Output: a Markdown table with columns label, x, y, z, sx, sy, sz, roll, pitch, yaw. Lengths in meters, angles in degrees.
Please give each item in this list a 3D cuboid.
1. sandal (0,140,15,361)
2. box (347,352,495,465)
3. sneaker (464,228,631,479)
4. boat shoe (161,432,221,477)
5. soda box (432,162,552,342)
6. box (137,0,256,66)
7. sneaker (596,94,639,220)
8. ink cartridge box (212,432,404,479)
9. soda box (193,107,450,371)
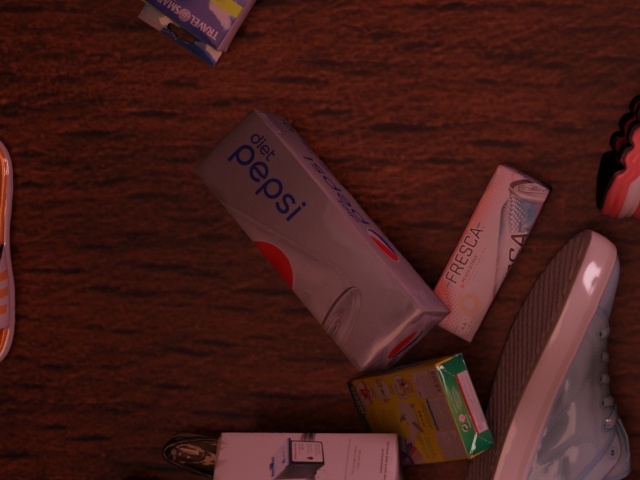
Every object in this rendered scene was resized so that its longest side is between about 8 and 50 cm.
| label | x | y | z | sx | sy | sz | roll | pitch | yaw |
| --- | --- | --- | --- | --- | --- | --- | --- | --- | --- |
| sandal | -0.396 | 0.014 | 1.838 | 0.102 | 0.076 | 0.265 | 3 | 96 | 11 |
| box | 0.099 | 0.181 | 1.736 | 0.179 | 0.043 | 0.105 | -17 | 93 | 55 |
| sneaker | 0.259 | 0.174 | 1.715 | 0.150 | 0.135 | 0.366 | 17 | 100 | -11 |
| boat shoe | -0.100 | 0.241 | 1.815 | 0.152 | 0.049 | 0.056 | 1 | 94 | 10 |
| soda box | 0.174 | 0.012 | 1.736 | 0.063 | 0.058 | 0.183 | 27 | 100 | 8 |
| box | -0.113 | -0.288 | 1.773 | 0.109 | 0.042 | 0.178 | 34 | 100 | 7 |
| sneaker | 0.395 | -0.149 | 1.664 | 0.136 | 0.116 | 0.314 | 23 | 108 | -4 |
| ink cartridge box | -0.008 | 0.272 | 1.744 | 0.190 | 0.082 | 0.140 | -2 | 135 | 8 |
| soda box | 0.000 | 0.000 | 1.722 | 0.098 | 0.091 | 0.286 | -43 | 74 | 13 |
